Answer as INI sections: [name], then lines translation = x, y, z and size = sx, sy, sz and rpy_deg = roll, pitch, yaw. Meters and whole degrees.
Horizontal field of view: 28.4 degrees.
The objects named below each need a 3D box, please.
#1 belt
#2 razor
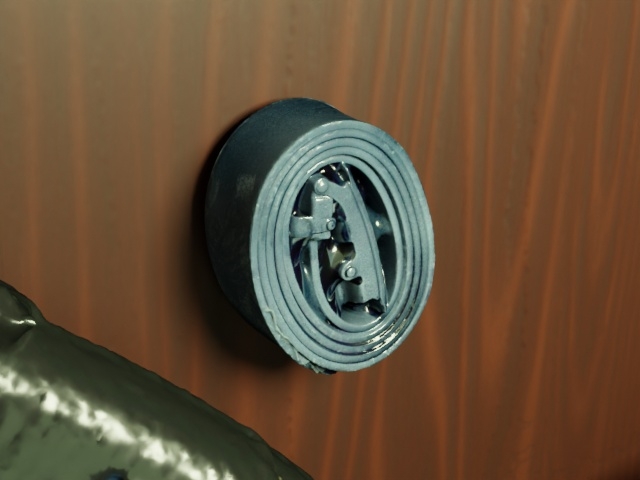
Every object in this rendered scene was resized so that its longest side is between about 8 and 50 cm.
[belt]
translation = 0.000, 0.000, 0.862
size = 0.141, 0.082, 0.190
rpy_deg = -29, 122, -20
[razor]
translation = -0.159, 0.157, 0.804
size = 0.327, 0.107, 0.189
rpy_deg = 38, 81, -26
